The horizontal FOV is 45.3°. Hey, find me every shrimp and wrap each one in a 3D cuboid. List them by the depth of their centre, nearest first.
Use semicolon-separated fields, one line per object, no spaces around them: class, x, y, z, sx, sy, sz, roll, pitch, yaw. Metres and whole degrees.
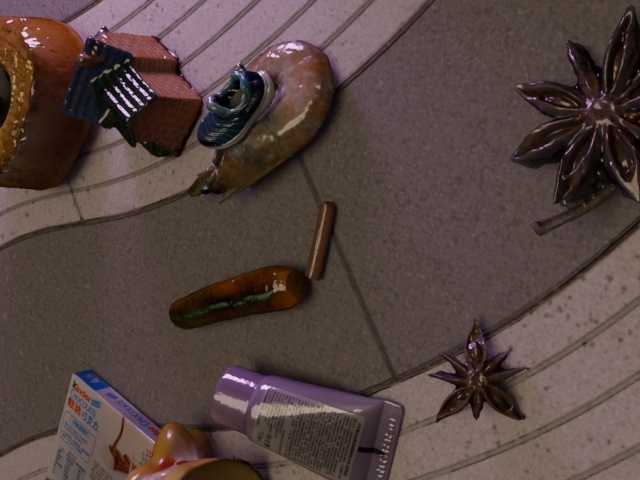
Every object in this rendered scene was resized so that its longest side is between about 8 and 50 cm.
shrimp;-0.103;-0.172;1.143;0.317;0.077;0.168;-35;63;28

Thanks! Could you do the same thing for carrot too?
carrot;-0.132;0.092;1.181;0.260;0.070;0.070;-18;83;37

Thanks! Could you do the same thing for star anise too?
star anise;0.308;-0.120;0.839;0.230;0.081;0.262;25;96;32
star anise;0.196;0.162;0.957;0.124;0.056;0.129;-4;86;11

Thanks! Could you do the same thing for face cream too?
face cream;-0.022;0.264;1.108;0.274;0.096;0.154;17;100;20

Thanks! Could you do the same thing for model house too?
model house;-0.314;-0.230;1.223;0.183;0.172;0.166;43;115;25

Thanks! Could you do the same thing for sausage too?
sausage;0.000;0.000;1.102;0.026;0.026;0.116;20;104;33

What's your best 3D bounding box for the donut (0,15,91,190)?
donut;-0.539;-0.250;1.399;0.299;0.150;0.317;-4;91;33

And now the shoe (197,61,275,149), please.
shoe;-0.129;-0.185;1.076;0.143;0.071;0.064;-42;57;26

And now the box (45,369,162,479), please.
box;-0.386;0.415;1.394;0.273;0.048;0.265;30;110;32

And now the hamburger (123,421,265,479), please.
hamburger;-0.214;0.433;1.156;0.186;0.261;0.302;-3;74;40
